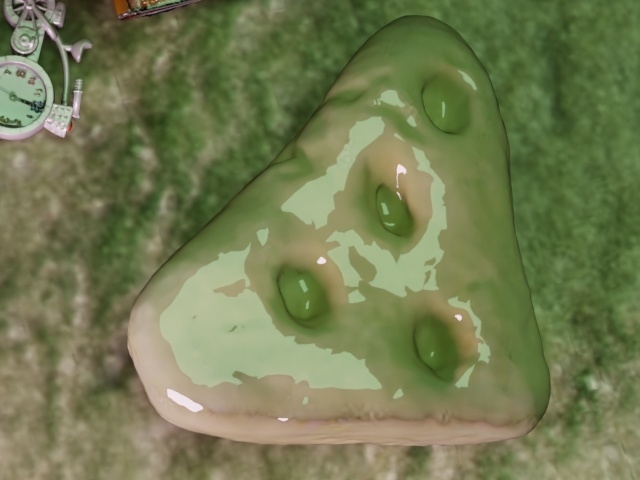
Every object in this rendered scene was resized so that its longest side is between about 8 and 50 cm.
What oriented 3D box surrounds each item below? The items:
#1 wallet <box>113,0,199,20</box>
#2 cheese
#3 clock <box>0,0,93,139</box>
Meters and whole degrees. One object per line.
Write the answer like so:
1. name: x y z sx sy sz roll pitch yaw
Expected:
1. wallet: -0.093 -0.278 1.568 0.196 0.042 0.161 -14 82 -16
2. cheese: 0.000 0.000 1.489 0.328 0.129 0.351 -7 81 -16
3. clock: -0.226 -0.141 1.507 0.087 0.041 0.129 12 81 -8
